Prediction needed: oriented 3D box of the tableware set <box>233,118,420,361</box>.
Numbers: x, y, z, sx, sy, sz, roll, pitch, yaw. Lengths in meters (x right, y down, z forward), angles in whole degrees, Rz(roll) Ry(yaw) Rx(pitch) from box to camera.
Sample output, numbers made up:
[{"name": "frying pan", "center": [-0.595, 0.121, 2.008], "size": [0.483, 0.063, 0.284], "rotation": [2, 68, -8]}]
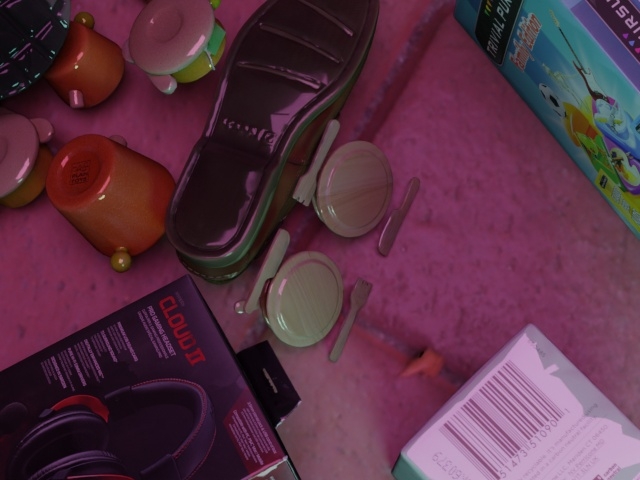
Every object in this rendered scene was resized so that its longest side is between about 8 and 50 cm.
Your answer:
[{"name": "tableware set", "center": [0.000, 0.000, 1.334], "size": [0.039, 0.128, 0.194], "rotation": [15, 76, 49]}]

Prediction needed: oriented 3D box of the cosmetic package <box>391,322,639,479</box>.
[{"name": "cosmetic package", "center": [0.164, 0.184, 1.237], "size": [0.151, 0.184, 0.151], "rotation": [-43, 80, -8]}]

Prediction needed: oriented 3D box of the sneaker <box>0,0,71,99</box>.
[{"name": "sneaker", "center": [-0.332, -0.144, 1.331], "size": [0.267, 0.106, 0.101], "rotation": [-42, 110, 2]}]

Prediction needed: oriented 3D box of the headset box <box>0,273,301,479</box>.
[{"name": "headset box", "center": [-0.157, 0.179, 1.237], "size": [0.293, 0.110, 0.218], "rotation": [-27, 51, -5]}]

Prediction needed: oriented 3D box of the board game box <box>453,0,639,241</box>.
[{"name": "board game box", "center": [0.252, -0.130, 1.271], "size": [0.079, 0.254, 0.336], "rotation": [-37, 80, -7]}]

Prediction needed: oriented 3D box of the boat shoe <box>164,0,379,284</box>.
[{"name": "boat shoe", "center": [-0.043, -0.105, 1.346], "size": [0.110, 0.104, 0.307], "rotation": [29, 77, 15]}]

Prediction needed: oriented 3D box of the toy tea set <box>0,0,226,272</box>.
[{"name": "toy tea set", "center": [-0.169, -0.133, 1.364], "size": [0.200, 0.124, 0.336], "rotation": [26, 81, 36]}]
